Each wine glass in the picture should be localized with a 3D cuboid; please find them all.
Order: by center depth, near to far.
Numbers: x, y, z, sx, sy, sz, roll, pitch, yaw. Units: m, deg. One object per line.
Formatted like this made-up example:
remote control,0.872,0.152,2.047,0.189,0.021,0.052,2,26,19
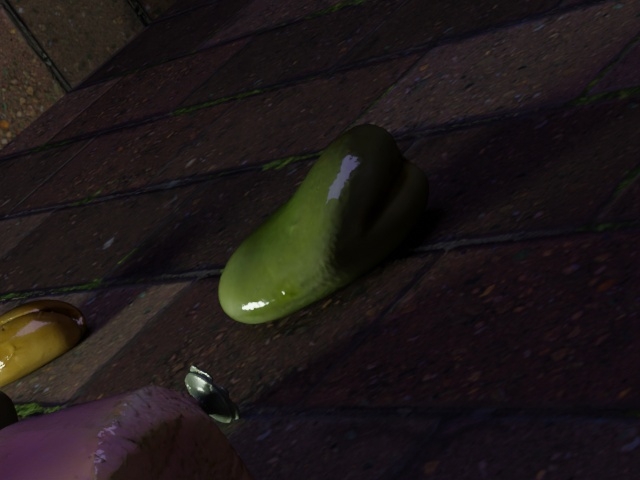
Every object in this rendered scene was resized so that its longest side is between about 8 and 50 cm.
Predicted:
wine glass,-0.154,0.194,1.803,0.155,0.072,0.072,-42,19,-26

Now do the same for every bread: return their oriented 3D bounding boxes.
bread,-0.383,0.128,2.404,0.189,0.077,0.114,-30,13,25

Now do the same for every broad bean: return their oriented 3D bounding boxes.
broad bean,0.000,0.000,1.997,0.263,0.121,0.189,-44,18,25

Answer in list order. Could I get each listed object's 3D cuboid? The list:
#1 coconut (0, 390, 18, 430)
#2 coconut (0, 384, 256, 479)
coconut,-0.425,0.260,1.642,0.345,0.415,0.415,-67,16,6
coconut,-0.169,0.237,1.465,0.245,0.233,0.233,-18,24,41
